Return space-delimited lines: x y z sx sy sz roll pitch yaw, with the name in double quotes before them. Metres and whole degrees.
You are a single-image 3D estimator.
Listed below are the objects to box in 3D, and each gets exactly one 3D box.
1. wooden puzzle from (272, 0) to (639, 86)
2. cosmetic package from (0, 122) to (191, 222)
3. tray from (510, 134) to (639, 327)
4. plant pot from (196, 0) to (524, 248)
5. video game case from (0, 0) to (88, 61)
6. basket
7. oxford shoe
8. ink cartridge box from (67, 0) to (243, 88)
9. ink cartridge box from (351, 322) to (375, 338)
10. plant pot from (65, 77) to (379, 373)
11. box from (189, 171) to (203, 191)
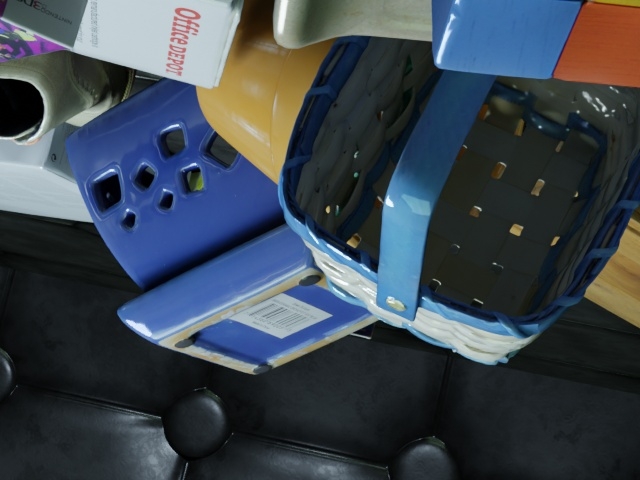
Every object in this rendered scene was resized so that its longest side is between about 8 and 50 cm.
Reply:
"wooden puzzle" 0.170 -0.145 0.499 0.348 0.080 0.322 1 148 -8
"cosmetic package" -0.391 -0.105 1.857 0.377 0.097 0.284 8 167 27
"tray" 0.332 0.018 1.512 0.411 0.076 0.203 27 160 -31
"plant pot" 0.014 -0.107 1.118 0.188 0.205 0.205 24 180 43
"video game case" -0.288 -0.162 0.935 0.210 0.041 0.232 22 167 -36
"basket" 0.091 -0.064 0.875 0.201 0.254 0.289 27 156 7
"oxford shoe" -0.256 -0.148 1.307 0.141 0.146 0.397 11 170 10
"ink cartridge box" -0.178 -0.205 0.992 0.273 0.114 0.197 15 169 -6
"ink cartridge box" 0.000 0.000 1.617 0.165 0.065 0.332 13 -159 3
"plant pot" -0.057 -0.018 1.353 0.236 0.212 0.236 -25 154 22
"box" -0.141 -0.041 1.930 0.058 0.087 0.232 17 168 -31
